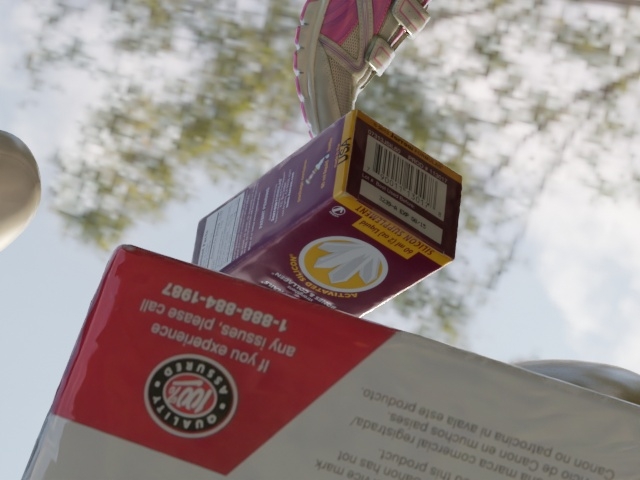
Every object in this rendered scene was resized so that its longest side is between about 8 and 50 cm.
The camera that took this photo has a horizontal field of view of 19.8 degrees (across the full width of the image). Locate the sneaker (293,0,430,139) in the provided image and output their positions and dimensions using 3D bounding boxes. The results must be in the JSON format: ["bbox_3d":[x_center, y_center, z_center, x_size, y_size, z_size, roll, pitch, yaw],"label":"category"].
[{"bbox_3d":[0.041,-0.194,1.564,0.103,0.111,0.252,-51,-30,-83],"label":"sneaker"}]

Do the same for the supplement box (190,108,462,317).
[{"bbox_3d":[0.000,0.000,1.313,0.104,0.188,0.081,31,-133,-26],"label":"supplement box"}]

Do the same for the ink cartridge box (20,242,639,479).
[{"bbox_3d":[-0.014,0.182,0.661,0.306,0.226,0.131,-69,-20,-7],"label":"ink cartridge box"}]

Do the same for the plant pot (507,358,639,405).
[{"bbox_3d":[0.165,0.190,1.244,0.191,0.284,0.284,-42,-52,-43],"label":"plant pot"}]

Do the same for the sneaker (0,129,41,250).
[{"bbox_3d":[-0.264,0.040,0.936,0.290,0.123,0.106,-25,-43,-16],"label":"sneaker"}]
